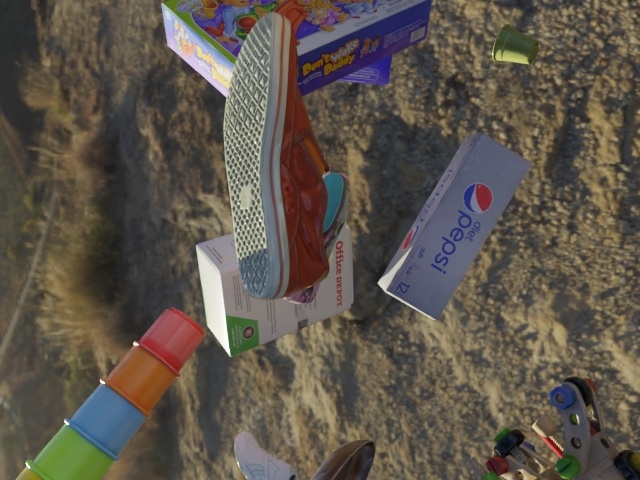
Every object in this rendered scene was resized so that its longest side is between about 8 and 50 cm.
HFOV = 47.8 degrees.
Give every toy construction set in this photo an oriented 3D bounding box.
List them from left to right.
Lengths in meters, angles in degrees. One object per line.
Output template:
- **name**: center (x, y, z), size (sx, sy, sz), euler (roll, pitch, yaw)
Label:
- **toy construction set**: center (0.463, 0.408, 1.291), size (0.257, 0.309, 0.237), euler (-46, 62, 8)

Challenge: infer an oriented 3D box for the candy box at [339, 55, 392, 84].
- **candy box**: center (0.018, -0.479, 1.409), size (0.122, 0.268, 0.317), euler (-142, 57, -60)

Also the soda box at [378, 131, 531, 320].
- **soda box**: center (0.208, -0.023, 1.139), size (0.286, 0.098, 0.091), euler (-60, 6, 1)

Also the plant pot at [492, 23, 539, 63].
- **plant pot**: center (0.432, -0.422, 1.582), size (0.079, 0.083, 0.083), euler (28, 113, 27)

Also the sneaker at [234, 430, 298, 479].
- **sneaker**: center (-0.062, 0.300, 0.924), size (0.061, 0.054, 0.152), euler (-39, 47, 3)

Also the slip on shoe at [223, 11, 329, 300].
- **slip on shoe**: center (-0.045, -0.098, 0.847), size (0.123, 0.101, 0.331), euler (-6, 87, 57)

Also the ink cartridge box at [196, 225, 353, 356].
- **ink cartridge box**: center (-0.086, 0.077, 1.463), size (0.121, 0.289, 0.211), euler (41, 141, 47)

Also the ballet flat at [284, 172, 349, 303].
- **ballet flat**: center (0.000, 0.000, 1.170), size (0.077, 0.079, 0.222), euler (18, 83, 42)

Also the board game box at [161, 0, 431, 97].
- **board game box**: center (-0.034, -0.341, 1.125), size (0.233, 0.347, 0.078), euler (44, 150, 30)

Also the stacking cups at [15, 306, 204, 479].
- **stacking cups**: center (-0.269, 0.219, 0.899), size (0.096, 0.096, 0.316), euler (-1, 49, 54)

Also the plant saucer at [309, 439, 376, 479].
- **plant saucer**: center (0.010, 0.528, 1.452), size (0.050, 0.310, 0.311), euler (29, 115, 23)

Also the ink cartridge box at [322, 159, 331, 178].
- **ink cartridge box**: center (-0.052, -0.121, 1.393), size (0.088, 0.122, 0.052), euler (28, 140, 60)
